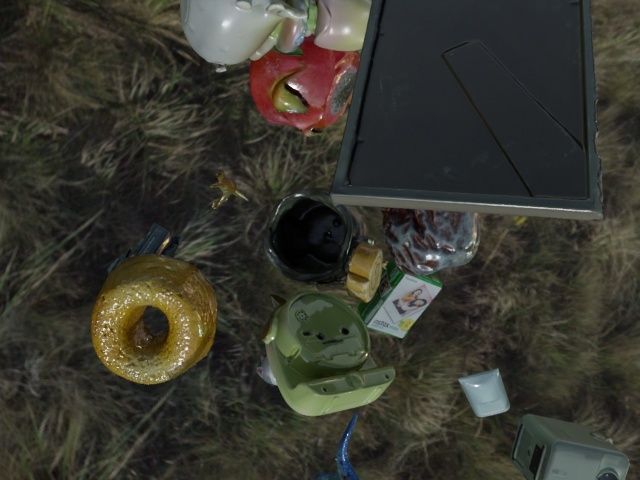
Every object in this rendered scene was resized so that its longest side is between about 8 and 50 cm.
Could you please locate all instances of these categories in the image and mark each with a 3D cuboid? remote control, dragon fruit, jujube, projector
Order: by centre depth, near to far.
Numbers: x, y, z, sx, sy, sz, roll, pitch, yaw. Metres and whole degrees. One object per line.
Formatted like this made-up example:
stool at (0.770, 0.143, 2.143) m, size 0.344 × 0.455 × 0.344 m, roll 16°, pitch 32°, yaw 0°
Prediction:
jujube at (0.243, -0.081, 1.292) m, size 0.226 × 0.226 × 0.317 m, roll -1°, pitch 86°, yaw -31°
dragon fruit at (-0.016, -0.373, 1.316) m, size 0.189 × 0.291 × 0.291 m, roll 25°, pitch 59°, yaw 24°
projector at (0.627, 0.551, 1.454) m, size 0.242 × 0.177 × 0.164 m, roll 15°, pitch 96°, yaw -8°
remote control at (0.439, 0.410, 1.538) m, size 0.293 × 0.103 × 0.051 m, roll 55°, pitch 21°, yaw -52°

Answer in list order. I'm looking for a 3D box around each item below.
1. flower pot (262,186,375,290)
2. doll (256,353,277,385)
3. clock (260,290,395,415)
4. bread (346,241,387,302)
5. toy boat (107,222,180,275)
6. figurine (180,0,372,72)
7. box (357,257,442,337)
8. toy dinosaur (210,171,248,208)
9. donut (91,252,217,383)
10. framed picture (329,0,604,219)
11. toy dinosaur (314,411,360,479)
flower pot at (0.000, 0.000, 1.648) m, size 0.213 × 0.301 × 0.302 m, roll -3°, pitch 79°, yaw -69°
doll at (-0.103, 0.406, 1.824) m, size 0.180 × 0.110 × 0.107 m, roll -5°, pitch 101°, yaw 6°
clock at (0.000, 0.254, 1.460) m, size 0.286 × 0.117 × 0.348 m, roll -1°, pitch 47°, yaw -37°
bread at (0.116, 0.086, 1.477) m, size 0.122 × 0.073 × 0.149 m, roll -55°, pitch 154°, yaw -38°
toy boat at (-0.515, 0.089, 1.626) m, size 0.122 × 0.114 × 0.296 m, roll 18°, pitch 54°, yaw 13°
figurine at (-0.049, -0.411, 1.068) m, size 0.394 × 0.274 × 0.227 m, roll -1°, pitch 112°, yaw -21°
box at (0.251, 0.186, 1.864) m, size 0.180 × 0.103 × 0.250 m, roll 21°, pitch 112°, yaw -27°
toy dinosaur at (-0.253, -0.153, 1.668) m, size 0.162 × 0.126 × 0.039 m, roll -14°, pitch 53°, yaw -43°
donut at (-0.349, 0.172, 1.203) m, size 0.277 × 0.108 × 0.278 m, roll 1°, pitch 106°, yaw 3°
framed picture at (0.136, -0.150, 0.528) m, size 0.213 × 0.016 × 0.289 m, roll 4°, pitch 61°, yaw 13°
toy dinosaur at (0.037, 0.405, 0.816) m, size 0.076 × 0.144 × 0.329 m, roll -18°, pitch 91°, yaw -62°
